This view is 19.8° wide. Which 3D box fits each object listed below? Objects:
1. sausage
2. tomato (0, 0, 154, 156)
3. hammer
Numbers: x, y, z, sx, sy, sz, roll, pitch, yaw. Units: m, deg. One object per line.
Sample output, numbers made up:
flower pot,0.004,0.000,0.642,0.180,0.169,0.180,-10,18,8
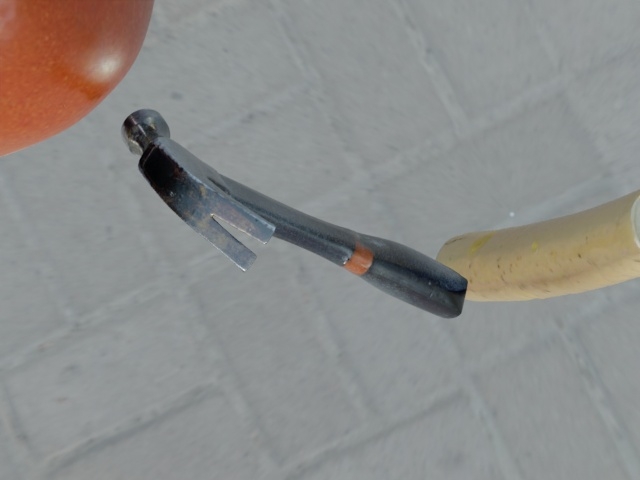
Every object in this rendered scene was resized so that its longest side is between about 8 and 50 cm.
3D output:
sausage,0.174,0.010,1.370,0.066,0.301,0.065,3,82,-23
tomato,-0.263,-0.211,1.210,0.341,0.273,0.341,0,91,34
hammer,0.000,0.000,1.265,0.290,0.137,0.037,24,109,-37
